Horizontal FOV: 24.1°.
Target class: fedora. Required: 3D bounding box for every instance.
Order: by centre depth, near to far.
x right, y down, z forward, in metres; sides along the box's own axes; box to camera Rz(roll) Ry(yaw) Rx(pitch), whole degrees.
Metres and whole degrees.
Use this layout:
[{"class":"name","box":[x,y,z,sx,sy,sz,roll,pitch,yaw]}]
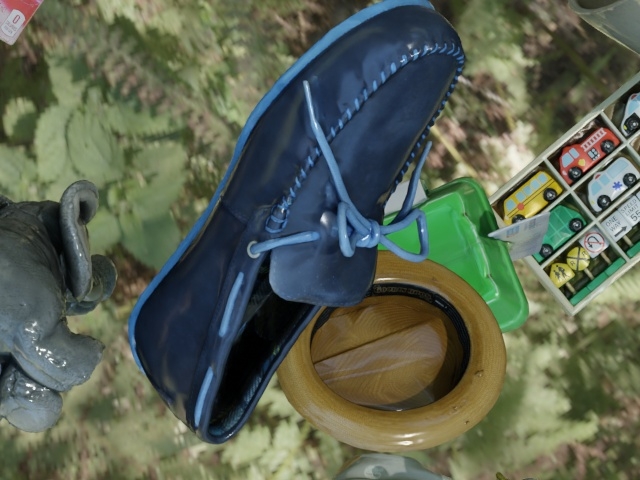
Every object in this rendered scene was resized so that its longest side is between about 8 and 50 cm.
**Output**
[{"class":"fedora","box":[0.053,0.101,1.235,0.194,0.194,0.079,-5,150,-13]}]

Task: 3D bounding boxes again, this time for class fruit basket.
[{"class":"fruit basket","box":[0.069,0.043,1.502,0.327,0.353,0.165,-22,88,5]}]

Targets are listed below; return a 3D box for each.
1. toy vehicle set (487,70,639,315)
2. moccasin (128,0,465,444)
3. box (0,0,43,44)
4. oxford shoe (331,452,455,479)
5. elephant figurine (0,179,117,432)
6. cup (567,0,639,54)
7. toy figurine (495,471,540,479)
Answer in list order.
[{"class":"toy vehicle set","box":[0.335,-0.061,1.724,0.267,0.035,0.166,-40,88,-3]},{"class":"moccasin","box":[0.000,0.000,0.971,0.137,0.117,0.342,-3,139,-40]},{"class":"box","box":[-0.349,-0.320,1.275,0.154,0.142,0.300,-56,143,-5]},{"class":"oxford shoe","box":[0.211,0.419,2.204,0.449,0.130,0.169,20,124,-10]},{"class":"elephant figurine","box":[-0.234,0.019,1.171,0.169,0.239,0.186,28,130,-12]},{"class":"cup","box":[0.412,-0.245,1.291,0.237,0.331,0.331,40,102,-14]},{"class":"toy figurine","box":[0.256,0.393,1.842,0.148,0.213,0.209,-41,155,6]}]
